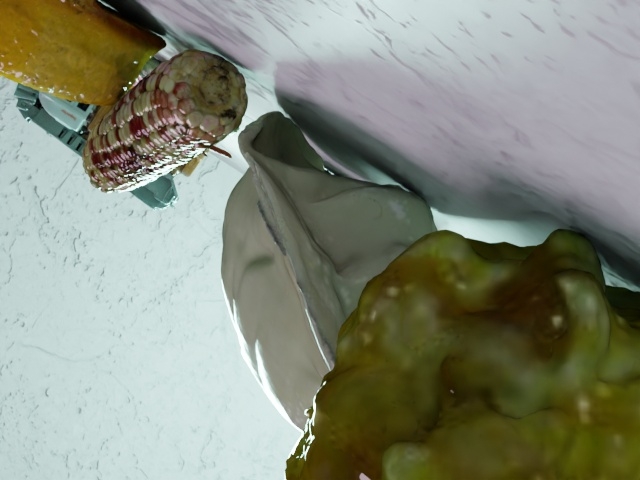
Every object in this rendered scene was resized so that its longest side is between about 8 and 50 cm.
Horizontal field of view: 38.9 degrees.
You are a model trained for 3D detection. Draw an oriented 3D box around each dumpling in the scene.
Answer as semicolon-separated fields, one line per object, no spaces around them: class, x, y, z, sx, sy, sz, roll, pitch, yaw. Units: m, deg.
dumpling;0.003;0.048;0.811;0.315;0.233;0.395;45;-157;-56

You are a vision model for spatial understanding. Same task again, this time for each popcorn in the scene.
popcorn;0.131;0.122;0.567;0.282;0.282;0.247;32;176;32

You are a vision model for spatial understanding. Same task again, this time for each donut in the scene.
donut;-0.265;-0.215;0.833;0.253;0.118;0.253;27;-167;-7

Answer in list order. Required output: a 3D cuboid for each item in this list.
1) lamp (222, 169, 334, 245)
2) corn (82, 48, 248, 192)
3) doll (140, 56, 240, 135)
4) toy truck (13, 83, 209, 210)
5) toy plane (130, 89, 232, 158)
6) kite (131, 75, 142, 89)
lamp;0.000;0.000;1.119;0.244;0.198;0.198;10;177;3
corn;-0.156;-0.102;0.841;0.086;0.086;0.253;34;152;-24
doll;-0.178;-0.172;1.136;0.115;0.077;0.150;15;154;50
toy truck;-0.354;-0.204;1.544;0.338;0.184;0.133;33;178;-10
toy plane;-0.132;-0.141;0.972;0.126;0.077;0.194;34;-179;7
kite;-0.317;-0.254;1.367;0.321;0.016;0.234;14;164;-18
